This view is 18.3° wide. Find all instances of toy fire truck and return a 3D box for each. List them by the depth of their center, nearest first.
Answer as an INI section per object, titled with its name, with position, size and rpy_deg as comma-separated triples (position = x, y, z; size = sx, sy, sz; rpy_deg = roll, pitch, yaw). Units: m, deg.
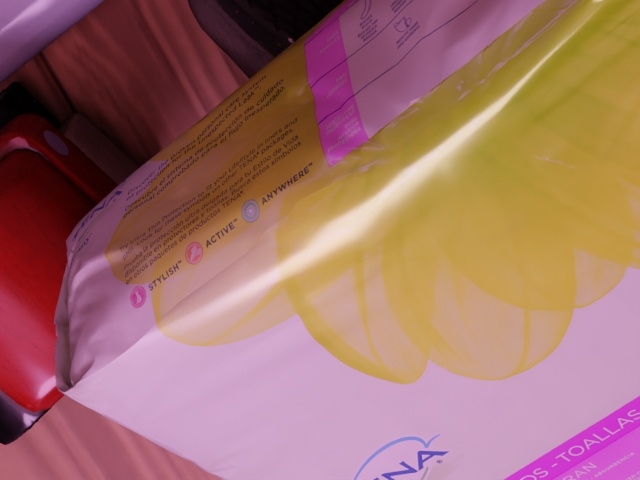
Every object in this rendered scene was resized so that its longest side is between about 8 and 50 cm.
[toy fire truck]
position = -0.185, 0.052, 0.828
size = 0.217, 0.246, 0.158
rpy_deg = -42, 103, 17

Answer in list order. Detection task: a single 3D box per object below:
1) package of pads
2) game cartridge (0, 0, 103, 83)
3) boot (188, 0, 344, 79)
[package of pads]
position = 0.068, 0.003, 0.754
size = 0.229, 0.101, 0.296
rpy_deg = 33, 123, -32
[game cartridge]
position = -0.215, -0.194, 0.842
size = 0.198, 0.062, 0.297
rpy_deg = -38, 104, 12
[boot]
position = 0.000, 0.000, 0.888
size = 0.246, 0.083, 0.161
rpy_deg = 42, 114, -10
